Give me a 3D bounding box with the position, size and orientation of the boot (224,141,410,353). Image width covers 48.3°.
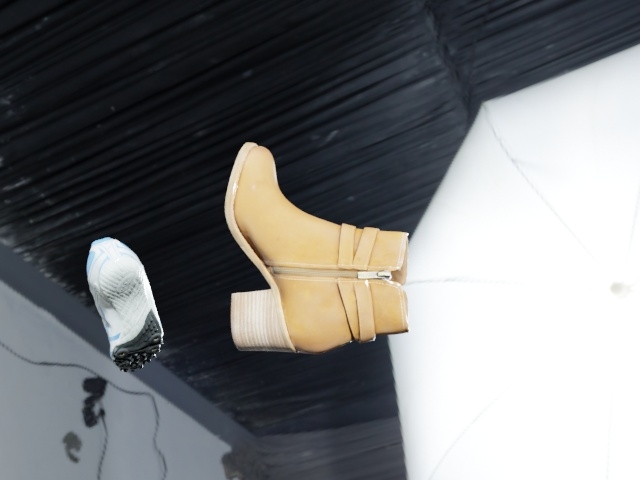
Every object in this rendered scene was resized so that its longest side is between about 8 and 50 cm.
[{"bbox_3d":[0.000,0.000,0.624,0.073,0.152,0.197,41,43,-72],"label":"boot"}]

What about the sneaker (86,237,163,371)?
[{"bbox_3d":[-0.287,0.097,1.048,0.086,0.085,0.237,50,-31,44],"label":"sneaker"}]
